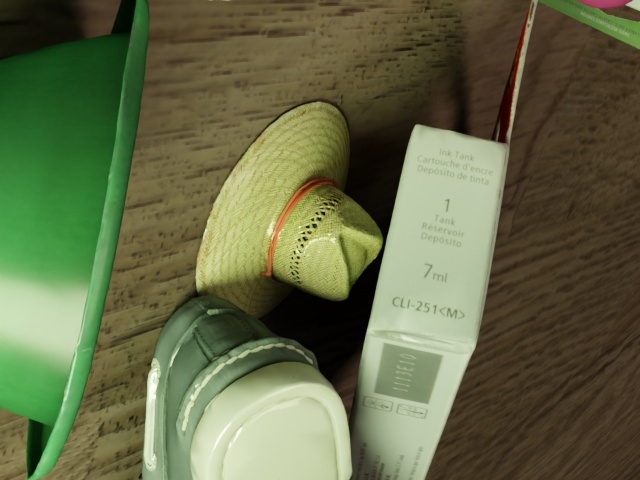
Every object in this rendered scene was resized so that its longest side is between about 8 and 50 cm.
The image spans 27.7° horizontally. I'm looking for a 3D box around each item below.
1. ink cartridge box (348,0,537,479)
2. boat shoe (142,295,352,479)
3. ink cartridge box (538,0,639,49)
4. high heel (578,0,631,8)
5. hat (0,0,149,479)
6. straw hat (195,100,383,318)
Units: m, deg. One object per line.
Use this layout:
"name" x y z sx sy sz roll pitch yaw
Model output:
"ink cartridge box" 0.069 0.009 0.803 0.275 0.060 0.238 95 7 -62
"boat shoe" -0.044 0.162 0.748 0.116 0.099 0.319 -23 138 -24
"ink cartridge box" 0.181 -0.205 0.780 0.062 0.109 0.209 -38 147 -40
"high heel" 0.135 -0.256 0.574 0.181 0.127 0.377 -71 159 -54
"hat" -0.165 -0.014 0.430 0.208 0.184 0.173 -98 -156 -53
"straw hat" 0.000 0.000 0.713 0.144 0.061 0.144 -43 151 -32
